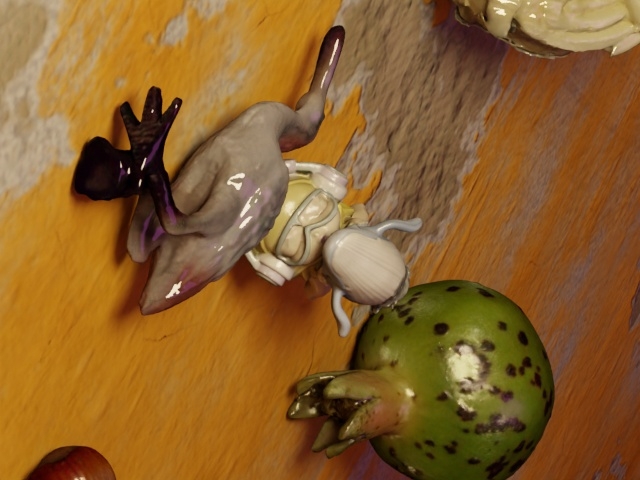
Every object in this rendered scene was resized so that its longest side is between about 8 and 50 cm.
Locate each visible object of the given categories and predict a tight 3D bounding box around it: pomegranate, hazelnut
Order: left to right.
[{"bbox_3d":[-0.200,0.210,1.445,0.086,0.086,0.086,-43,145,-41],"label":"hazelnut"},{"bbox_3d":[0.114,0.178,1.872,0.286,0.231,0.231,-36,141,-31],"label":"pomegranate"}]

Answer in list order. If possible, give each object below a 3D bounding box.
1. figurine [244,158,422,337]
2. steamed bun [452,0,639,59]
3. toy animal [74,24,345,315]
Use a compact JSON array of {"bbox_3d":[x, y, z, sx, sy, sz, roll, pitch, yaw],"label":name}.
[{"bbox_3d":[0.000,0.000,1.608,0.128,0.184,0.208,-57,-169,-3],"label":"figurine"},{"bbox_3d":[0.275,-0.353,1.732,0.394,0.237,0.346,-31,117,-3],"label":"steamed bun"},{"bbox_3d":[-0.072,-0.054,1.464,0.324,0.090,0.195,-25,132,-52],"label":"toy animal"}]
